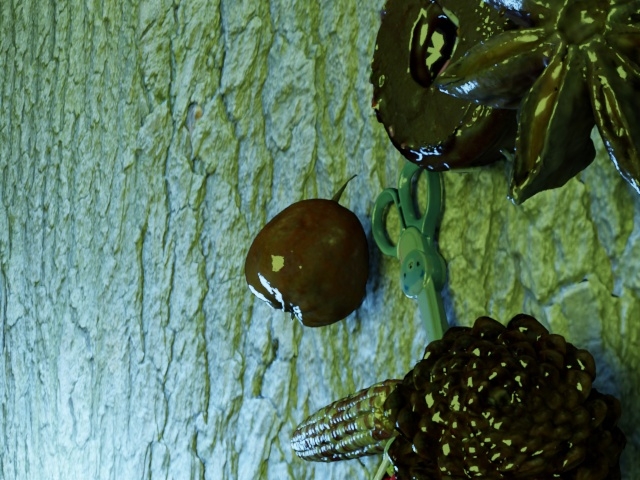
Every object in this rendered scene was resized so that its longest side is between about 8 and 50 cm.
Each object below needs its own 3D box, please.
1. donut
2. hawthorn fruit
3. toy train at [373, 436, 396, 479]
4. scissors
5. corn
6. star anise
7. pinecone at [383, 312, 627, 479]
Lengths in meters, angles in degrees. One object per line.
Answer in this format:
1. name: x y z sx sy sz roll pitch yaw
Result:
1. donut: 0.152 -0.195 1.348 0.269 0.103 0.270 -24 61 54
2. hawthorn fruit: -0.015 0.009 1.533 0.149 0.149 0.189 -6 83 58
3. toy train: 0.104 0.282 1.341 0.204 0.082 0.131 -63 38 29
4. scissors: 0.112 0.036 1.429 0.125 0.030 0.256 -49 43 44
5. corn: 0.038 0.211 1.476 0.237 0.079 0.079 -28 60 57
6. star anise: 0.251 -0.181 1.131 0.331 0.117 0.332 -3 84 31
7. pinecone: 0.164 0.190 1.155 0.221 0.221 0.221 -18 68 56
